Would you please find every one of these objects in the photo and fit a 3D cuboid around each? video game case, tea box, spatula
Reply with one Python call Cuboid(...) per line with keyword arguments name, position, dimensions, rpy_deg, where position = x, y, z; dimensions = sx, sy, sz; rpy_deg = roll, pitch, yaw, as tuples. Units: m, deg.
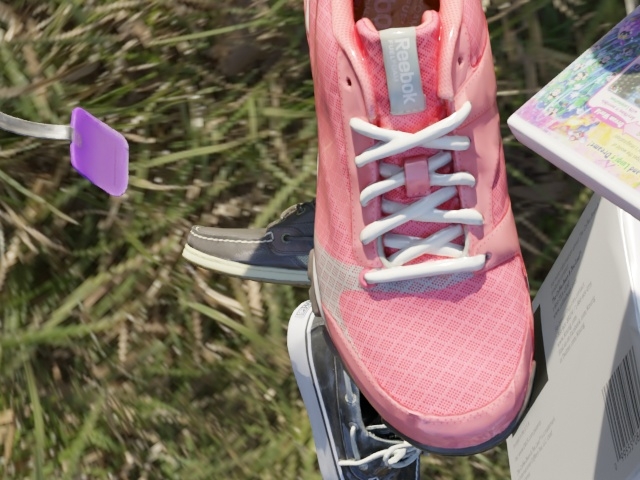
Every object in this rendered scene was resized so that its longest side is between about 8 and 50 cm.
Cuboid(name="video game case", position=(0.178, -0.068, 0.705), dimensions=(0.143, 0.157, 0.019), rpy_deg=(-41, 126, -4))
Cuboid(name="tea box", position=(0.336, 0.117, 1.191), dimensions=(0.323, 0.329, 0.220), rpy_deg=(1, 60, -9))
Cuboid(name="spatula", position=(-0.307, -0.120, 1.604), dimensions=(0.296, 0.030, 0.084), rpy_deg=(21, 53, -38))

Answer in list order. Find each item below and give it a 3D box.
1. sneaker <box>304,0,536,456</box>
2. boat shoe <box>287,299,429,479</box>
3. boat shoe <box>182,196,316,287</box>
Cuboid(name="sneaker", position=(0.037, -0.048, 0.793), dimensions=(0.115, 0.136, 0.314), rpy_deg=(-9, 76, 3))
Cuboid(name="boat shoe", position=(0.064, 0.199, 1.667), dimensions=(0.113, 0.105, 0.306), rpy_deg=(-32, 115, -41))
Cuboid(name="boat shoe", position=(0.000, 0.000, 1.266), dimensions=(0.223, 0.080, 0.073), rpy_deg=(7, 98, 14))
